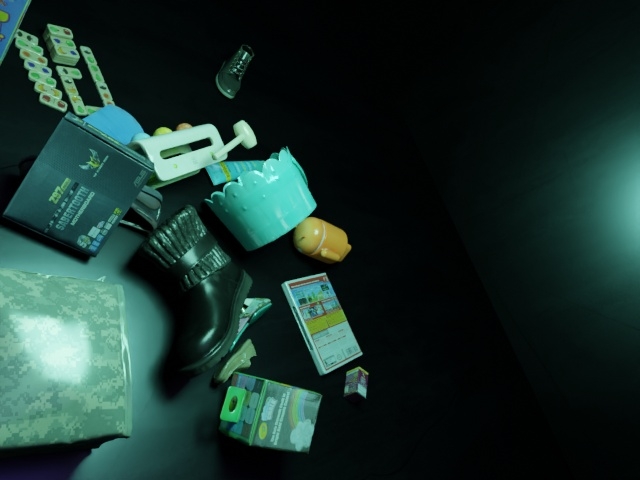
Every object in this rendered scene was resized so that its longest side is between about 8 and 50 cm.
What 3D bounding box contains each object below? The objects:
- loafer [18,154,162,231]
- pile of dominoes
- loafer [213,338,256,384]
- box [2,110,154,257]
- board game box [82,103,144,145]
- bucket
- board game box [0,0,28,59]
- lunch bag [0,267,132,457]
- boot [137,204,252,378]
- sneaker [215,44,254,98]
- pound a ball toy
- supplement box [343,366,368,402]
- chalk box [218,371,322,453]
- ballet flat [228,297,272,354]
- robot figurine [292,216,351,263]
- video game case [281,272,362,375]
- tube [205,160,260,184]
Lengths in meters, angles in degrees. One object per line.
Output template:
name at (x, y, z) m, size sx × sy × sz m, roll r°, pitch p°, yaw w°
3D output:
loafer at (-0.483, -0.095, 0.988) m, size 0.302 × 0.109 × 0.095 m, roll 18°, pitch 53°, yaw -47°
pile of dominoes at (-0.626, -0.423, 1.134) m, size 0.196 × 0.040 × 0.251 m, roll -13°, pitch 72°, yaw -54°
loafer at (-0.193, 0.288, 1.067) m, size 0.050 × 0.056 × 0.148 m, roll 47°, pitch 35°, yaw -2°
box at (-0.470, -0.104, 0.898) m, size 0.183 × 0.233 × 0.059 m, roll 33°, pitch 10°, yaw -31°
board game box at (-0.520, -0.259, 1.139) m, size 0.133 × 0.033 × 0.169 m, roll 49°, pitch 39°, yaw -19°
bucket at (-0.157, -0.112, 1.262) m, size 0.183 × 0.281 × 0.281 m, roll 57°, pitch 33°, yaw -14°
board game box at (-0.627, -0.466, 0.894) m, size 0.078 × 0.347 × 0.233 m, roll 26°, pitch 45°, yaw -38°
lunch bag at (-0.448, 0.188, 0.736) m, size 0.235 × 0.169 × 0.287 m, roll 16°, pitch 55°, yaw -44°
boot at (-0.296, 0.101, 1.002) m, size 0.260 × 0.131 × 0.348 m, roll 54°, pitch 21°, yaw -25°
sneaker at (-0.303, -0.608, 1.617) m, size 0.083 × 0.118 × 0.222 m, roll 29°, pitch 42°, yaw -34°
pound a ball toy at (-0.340, -0.244, 1.170) m, size 0.319 × 0.208 × 0.136 m, roll -42°, pitch 110°, yaw -56°
supplement box at (0.104, 0.421, 1.329) m, size 0.043 × 0.055 × 0.083 m, roll 40°, pitch 38°, yaw -22°
chalk box at (-0.127, 0.369, 0.987) m, size 0.213 × 0.132 × 0.133 m, roll 29°, pitch 67°, yaw -35°
ballet flat at (-0.201, 0.193, 1.134) m, size 0.079 × 0.077 × 0.221 m, roll 36°, pitch 35°, yaw 5°
robot figurine at (-0.001, -0.001, 1.485) m, size 0.219 × 0.128 × 0.158 m, roll 24°, pitch 60°, yaw -40°
video game case at (0.008, 0.243, 1.383) m, size 0.204 × 0.025 × 0.285 m, roll -7°, pitch 69°, yaw -53°
tube at (-0.266, -0.215, 1.408) m, size 0.207 × 0.052 × 0.080 m, roll -18°, pitch 70°, yaw -49°
